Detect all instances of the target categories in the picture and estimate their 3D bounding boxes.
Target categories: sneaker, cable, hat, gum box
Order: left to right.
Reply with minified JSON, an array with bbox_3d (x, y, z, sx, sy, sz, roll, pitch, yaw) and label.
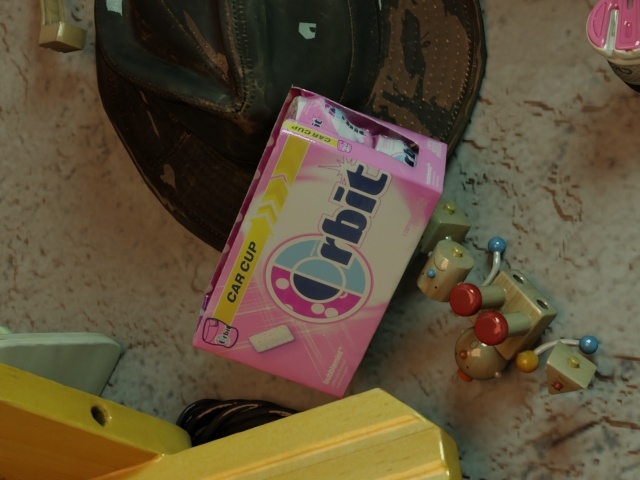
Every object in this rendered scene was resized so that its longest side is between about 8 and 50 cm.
[{"bbox_3d":[-0.057,-0.144,1.277,0.331,0.134,0.331,-2,87,31],"label":"hat"},{"bbox_3d":[-0.043,0.187,1.306,0.150,0.047,0.184,-34,71,26],"label":"cable"},{"bbox_3d":[0.000,0.000,1.218,0.107,0.062,0.188,20,123,-7],"label":"gum box"},{"bbox_3d":[0.246,-0.131,1.136,0.170,0.075,0.063,-16,61,8],"label":"sneaker"}]

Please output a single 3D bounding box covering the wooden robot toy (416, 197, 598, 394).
[{"bbox_3d":[0.100,0.055,1.214,0.173,0.076,0.079,49,125,26],"label":"wooden robot toy"}]

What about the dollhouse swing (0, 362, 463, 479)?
[{"bbox_3d":[-0.112,0.227,1.126,0.305,0.315,0.346,-28,53,32],"label":"dollhouse swing"}]

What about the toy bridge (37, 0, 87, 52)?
[{"bbox_3d":[-0.186,-0.232,1.408,0.063,0.026,0.188,-3,78,53],"label":"toy bridge"}]

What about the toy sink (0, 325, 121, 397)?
[{"bbox_3d":[-0.280,0.137,1.392,0.131,0.153,0.234,37,108,27],"label":"toy sink"}]
